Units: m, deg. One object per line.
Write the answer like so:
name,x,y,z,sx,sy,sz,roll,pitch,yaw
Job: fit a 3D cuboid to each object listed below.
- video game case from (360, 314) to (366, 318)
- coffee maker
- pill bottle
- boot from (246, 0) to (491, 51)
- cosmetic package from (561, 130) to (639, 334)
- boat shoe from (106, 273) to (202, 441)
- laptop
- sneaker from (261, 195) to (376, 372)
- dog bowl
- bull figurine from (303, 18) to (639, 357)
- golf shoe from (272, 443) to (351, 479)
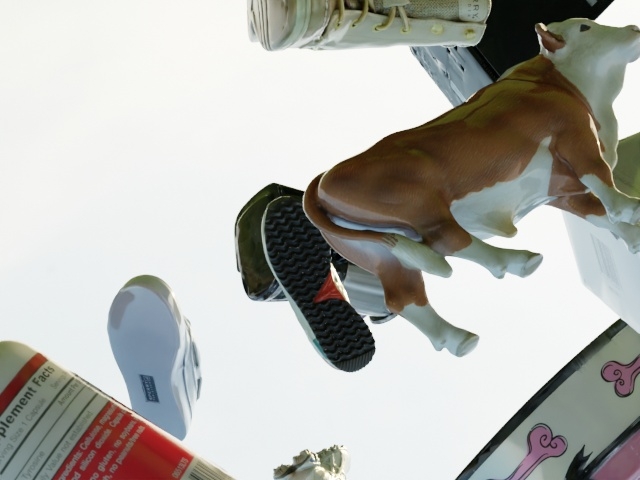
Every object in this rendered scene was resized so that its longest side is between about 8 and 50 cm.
video game case,0.037,0.066,1.975,0.122,0.011,0.087,-41,-137,21
coffee maker,0.000,0.000,1.751,0.178,0.120,0.171,13,-145,-31
pill bottle,-0.258,0.238,1.492,0.407,0.229,0.229,33,-154,0
boot,0.045,-0.202,1.347,0.203,0.095,0.262,-1,-176,-7
cosmetic package,0.363,-0.025,1.491,0.224,0.138,0.224,-21,-160,-6
boat shoe,-0.188,0.124,1.885,0.095,0.258,0.084,14,-136,12
laptop,0.212,-0.249,1.870,0.136,0.264,0.234,-28,-118,-11
sneaker,-0.010,0.042,1.385,0.057,0.161,0.075,-27,178,-15
dog bowl,0.314,0.276,1.995,0.150,0.408,0.408,44,-136,16
bull figurine,0.142,-0.050,1.184,0.310,0.101,0.188,-29,-123,-21
golf shoe,0.003,0.288,1.875,0.069,0.086,0.176,-37,167,15
